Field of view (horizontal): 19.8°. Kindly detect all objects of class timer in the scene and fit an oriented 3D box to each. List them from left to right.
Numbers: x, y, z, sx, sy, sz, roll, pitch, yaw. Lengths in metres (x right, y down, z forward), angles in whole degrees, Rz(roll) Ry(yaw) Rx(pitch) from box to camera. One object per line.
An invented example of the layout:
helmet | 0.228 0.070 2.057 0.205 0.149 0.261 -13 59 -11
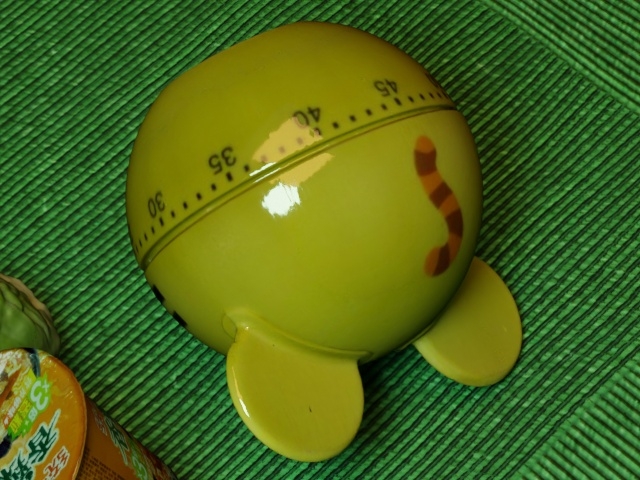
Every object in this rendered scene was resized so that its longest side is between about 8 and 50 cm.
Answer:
timer | 0.000 0.000 1.733 0.376 0.376 0.387 -26 84 -9

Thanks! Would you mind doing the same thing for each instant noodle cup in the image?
instant noodle cup | -0.237 0.232 1.604 0.230 0.182 0.230 -22 50 28

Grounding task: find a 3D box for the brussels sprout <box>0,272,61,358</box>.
brussels sprout | -0.358 0.131 1.743 0.244 0.244 0.244 -3 58 5
